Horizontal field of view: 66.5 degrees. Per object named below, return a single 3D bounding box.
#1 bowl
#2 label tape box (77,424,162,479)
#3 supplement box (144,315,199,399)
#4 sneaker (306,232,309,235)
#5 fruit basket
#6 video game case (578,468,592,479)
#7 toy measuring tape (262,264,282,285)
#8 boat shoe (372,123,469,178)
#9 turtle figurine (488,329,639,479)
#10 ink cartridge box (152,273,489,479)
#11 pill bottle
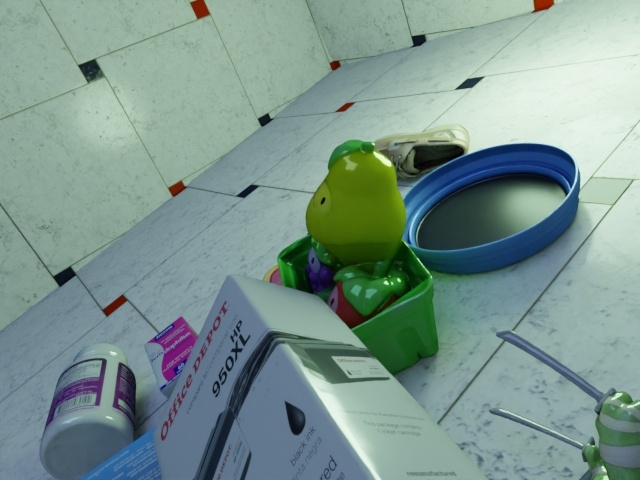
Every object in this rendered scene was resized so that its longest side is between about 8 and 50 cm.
[{"bbox_3d":[0.351,-0.075,1.057,0.392,0.077,0.391,-23,29,14],"label":"bowl"},{"bbox_3d":[-0.228,0.446,0.712,0.249,0.115,0.347,-34,36,-6],"label":"label tape box"},{"bbox_3d":[-0.293,0.274,1.070,0.111,0.113,0.220,-39,27,-15],"label":"supplement box"},{"bbox_3d":[0.073,-0.020,1.240,0.237,0.085,0.086,-6,13,34],"label":"sneaker"},{"bbox_3d":[0.047,0.023,0.883,0.283,0.392,0.392,-29,27,4],"label":"fruit basket"},{"bbox_3d":[0.305,0.309,0.445,0.274,0.026,0.196,-28,24,-26],"label":"video game case"},{"bbox_3d":[-0.116,0.153,1.094,0.330,0.121,0.121,-48,32,-22],"label":"toy measuring tape"},{"bbox_3d":[0.246,-0.238,1.384,0.341,0.121,0.110,-15,30,25],"label":"boat shoe"},{"bbox_3d":[0.302,0.188,0.446,0.267,0.197,0.274,-6,26,12],"label":"turtle figurine"},{"bbox_3d":[-0.039,0.258,0.571,0.285,0.166,0.395,-63,35,10],"label":"ink cartridge box"},{"bbox_3d":[-0.494,0.357,1.067,0.169,0.169,0.301,-33,27,-4],"label":"pill bottle"}]
